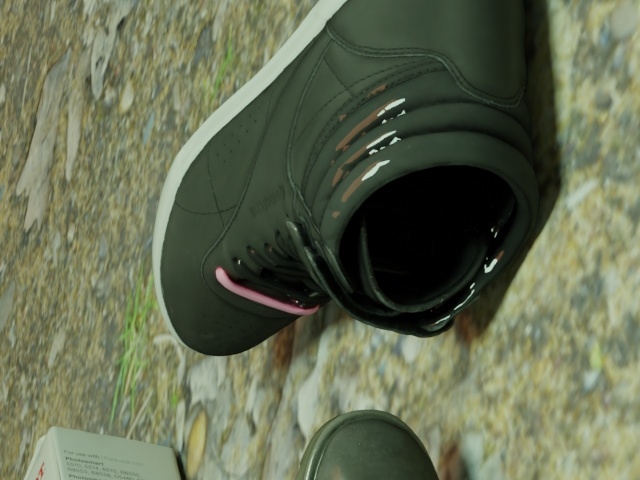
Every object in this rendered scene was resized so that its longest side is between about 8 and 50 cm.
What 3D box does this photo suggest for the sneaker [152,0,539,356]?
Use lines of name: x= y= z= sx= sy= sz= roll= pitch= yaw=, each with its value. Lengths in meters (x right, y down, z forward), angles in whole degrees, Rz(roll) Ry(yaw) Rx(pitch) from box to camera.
sneaker: x=0.000 y=0.000 z=0.905 sx=0.296 sy=0.105 sz=0.147 roll=-51 pitch=30 yaw=41

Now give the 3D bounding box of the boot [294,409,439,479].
boot: x=0.060 y=0.144 z=0.742 sx=0.208 sy=0.076 sz=0.189 roll=144 pitch=119 yaw=-67

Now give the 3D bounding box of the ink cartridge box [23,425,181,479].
ink cartridge box: x=-0.127 y=0.228 z=1.124 sx=0.203 sy=0.086 sz=0.148 roll=-109 pitch=37 yaw=-51
